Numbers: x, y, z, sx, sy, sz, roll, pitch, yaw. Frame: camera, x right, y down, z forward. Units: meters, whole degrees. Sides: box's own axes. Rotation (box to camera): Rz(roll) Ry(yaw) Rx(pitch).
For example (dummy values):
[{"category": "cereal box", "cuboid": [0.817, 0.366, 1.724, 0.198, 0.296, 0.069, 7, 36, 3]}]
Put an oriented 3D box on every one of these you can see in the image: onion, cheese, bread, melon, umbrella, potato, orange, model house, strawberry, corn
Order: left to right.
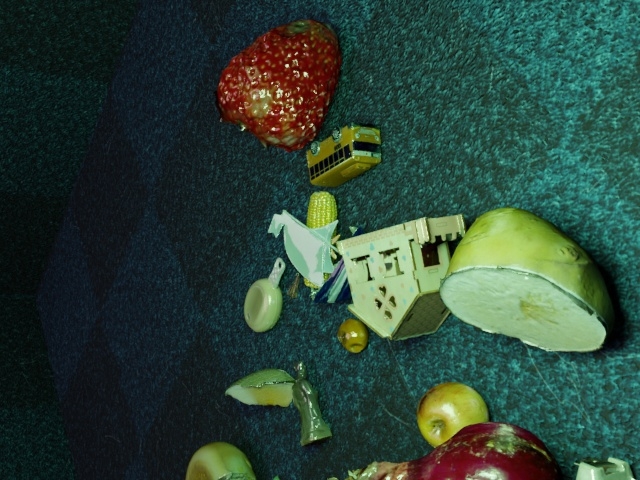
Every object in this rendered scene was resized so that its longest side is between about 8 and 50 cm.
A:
[{"category": "bread", "cuboid": [-0.274, 0.744, 2.299, 0.333, 0.160, 0.333, -11, 76, 55]}, {"category": "melon", "cuboid": [-0.157, 0.401, 2.217, 0.139, 0.202, 0.093, -85, -9, -68]}, {"category": "cheese", "cuboid": [-0.146, 0.148, 2.251, 0.137, 0.064, 0.227, 51, 126, 42]}, {"category": "strawberry", "cuboid": [-0.096, -0.385, 2.028, 0.310, 0.291, 0.292, -47, 51, 43]}, {"category": "umbrella", "cuboid": [-0.070, 0.126, 2.185, 0.031, 0.020, 0.083, 42, 116, 47]}, {"category": "corn", "cuboid": [0.000, 0.000, 2.039, 0.081, 0.081, 0.248, 6, 93, 55]}, {"category": "orange", "cuboid": [0.075, 0.227, 1.933, 0.086, 0.062, 0.086, -10, 77, 52]}, {"category": "model house", "cuboid": [0.191, 0.085, 1.711, 0.326, 0.169, 0.244, -16, 81, 55]}, {"category": "onion", "cuboid": [0.234, 0.469, 1.402, 0.348, 0.385, 0.348, 21, -90, -89]}, {"category": "potato", "cuboid": [0.378, 0.052, 1.410, 0.299, 0.246, 0.196, 15, 61, 29]}]

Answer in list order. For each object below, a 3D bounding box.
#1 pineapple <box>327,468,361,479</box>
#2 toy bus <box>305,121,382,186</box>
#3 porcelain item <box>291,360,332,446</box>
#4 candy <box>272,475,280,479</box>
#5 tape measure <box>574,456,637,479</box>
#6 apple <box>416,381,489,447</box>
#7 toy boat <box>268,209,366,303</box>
[{"category": "pineapple", "cuboid": [0.072, 0.652, 1.665, 0.300, 0.352, 0.352, -55, 46, 35]}, {"category": "toy bus", "cuboid": [0.058, -0.206, 1.960, 0.201, 0.098, 0.114, -25, 68, 52]}, {"category": "porcelain item", "cuboid": [-0.036, 0.416, 2.067, 0.081, 0.069, 0.216, -45, 53, 48]}, {"category": "candy", "cuboid": [-0.035, 0.747, 2.037, 0.440, 0.119, 0.119, 48, 126, 55]}, {"category": "tape measure", "cuboid": [0.499, 0.500, 1.258, 0.265, 0.130, 0.258, 9, 92, 54]}, {"category": "apple", "cuboid": [0.259, 0.353, 1.605, 0.146, 0.146, 0.147, -6, 82, 54]}, {"category": "toy boat", "cuboid": [-0.017, 0.020, 1.971, 0.291, 0.067, 0.220, 34, 104, 20]}]
